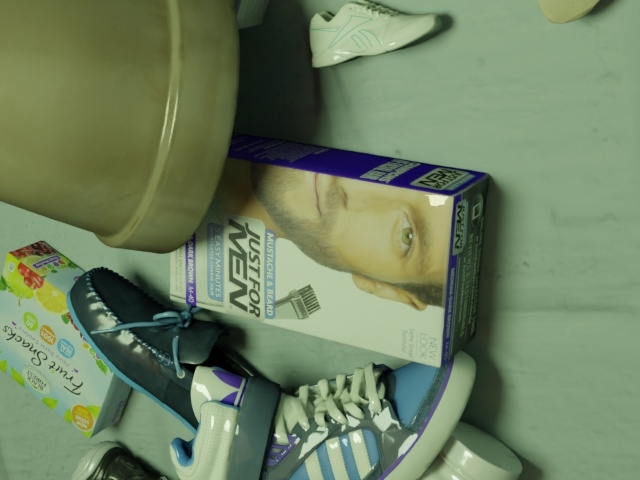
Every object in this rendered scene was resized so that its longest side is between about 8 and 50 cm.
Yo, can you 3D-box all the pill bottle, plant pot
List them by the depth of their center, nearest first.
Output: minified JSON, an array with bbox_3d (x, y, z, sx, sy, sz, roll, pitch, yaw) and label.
[{"bbox_3d":[-0.274,-0.154,1.086,0.323,0.280,0.323,-12,76,60],"label":"plant pot"},{"bbox_3d":[0.125,0.309,1.162,0.121,0.121,0.216,32,103,17],"label":"pill bottle"}]

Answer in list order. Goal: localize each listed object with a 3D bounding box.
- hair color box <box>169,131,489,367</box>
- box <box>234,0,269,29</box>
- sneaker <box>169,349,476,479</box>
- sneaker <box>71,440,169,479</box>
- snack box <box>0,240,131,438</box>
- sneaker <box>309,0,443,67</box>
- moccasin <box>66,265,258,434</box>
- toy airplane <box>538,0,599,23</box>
[{"bbox_3d":[0.000,0.000,1.159,0.338,0.110,0.185,11,110,25],"label":"hair color box"},{"bbox_3d":[-0.052,-0.375,1.089,0.063,0.067,0.324,31,120,19],"label":"box"},{"bbox_3d":[-0.018,0.186,1.154,0.236,0.130,0.323,37,110,-12],"label":"sneaker"},{"bbox_3d":[-0.260,0.412,1.448,0.153,0.101,0.269,17,111,28],"label":"sneaker"},{"bbox_3d":[-0.336,0.130,1.419,0.207,0.070,0.175,35,120,17],"label":"snack box"},{"bbox_3d":[0.050,-0.216,1.090,0.152,0.053,0.061,-6,100,32],"label":"sneaker"},{"bbox_3d":[-0.145,0.138,1.293,0.342,0.138,0.117,39,118,-3],"label":"moccasin"},{"bbox_3d":[0.146,-0.415,0.874,0.384,0.272,0.386,20,111,-18],"label":"toy airplane"}]
